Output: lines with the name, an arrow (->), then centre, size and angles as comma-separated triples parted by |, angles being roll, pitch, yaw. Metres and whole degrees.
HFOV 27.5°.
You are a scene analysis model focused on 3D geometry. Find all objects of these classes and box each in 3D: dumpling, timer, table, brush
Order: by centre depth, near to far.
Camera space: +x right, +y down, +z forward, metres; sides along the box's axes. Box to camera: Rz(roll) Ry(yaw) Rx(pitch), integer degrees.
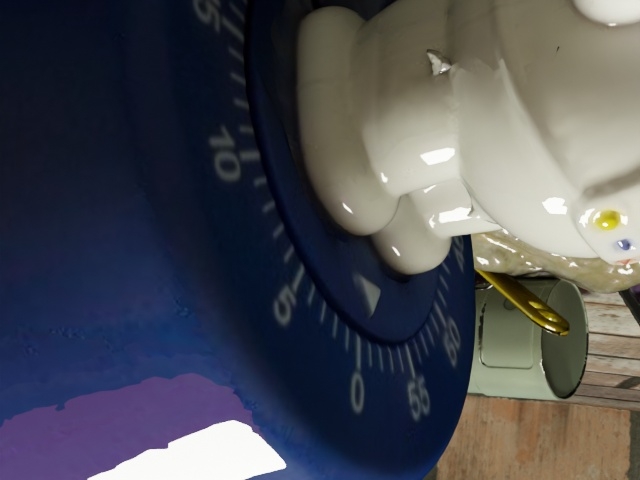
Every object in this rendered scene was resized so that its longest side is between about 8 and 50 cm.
timer -> 0.058, -0.045, 0.423 | 0.384, 0.270, 0.270 | -15, 161, 26
dumpling -> 0.121, -0.019, 0.866 | 0.332, 0.086, 0.166 | 10, 167, -1
brush -> 0.107, 0.011, 0.928 | 0.083, 0.010, 0.218 | 14, -160, -37
table -> 0.156, 0.099, 1.370 | 0.220, 0.126, 0.126 | -1, 167, 33

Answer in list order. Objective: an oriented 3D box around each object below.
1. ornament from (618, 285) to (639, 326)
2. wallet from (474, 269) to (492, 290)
ornament -> 0.275, 0.035, 0.877 | 0.088, 0.081, 0.203 | -35, -174, -8
wallet -> 0.000, 0.000, 1.148 | 0.172, 0.045, 0.318 | 3, 172, 42
